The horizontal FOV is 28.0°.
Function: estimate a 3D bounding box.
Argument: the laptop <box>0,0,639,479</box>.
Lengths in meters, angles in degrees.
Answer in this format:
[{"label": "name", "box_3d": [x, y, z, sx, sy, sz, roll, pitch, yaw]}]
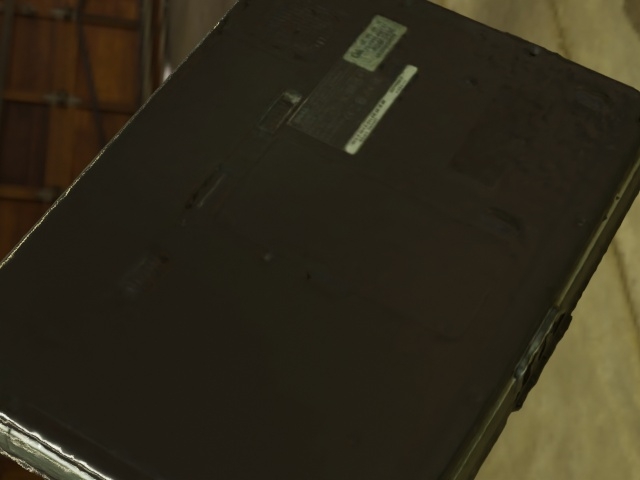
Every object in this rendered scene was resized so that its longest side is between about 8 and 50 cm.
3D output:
[{"label": "laptop", "box_3d": [0.000, 0.000, 0.390, 0.207, 0.154, 0.026, -53, -21, -29]}]
